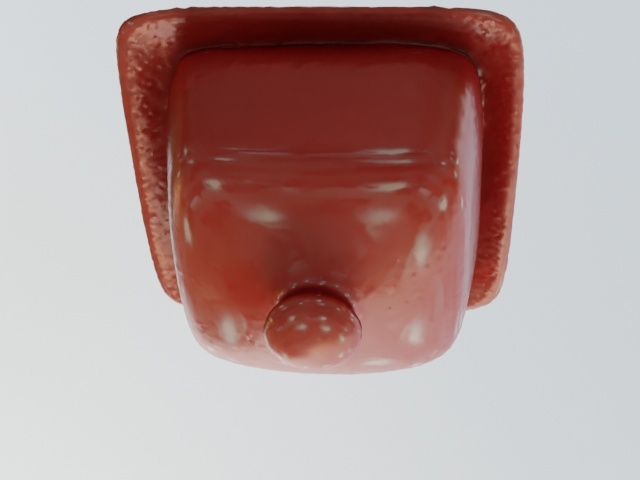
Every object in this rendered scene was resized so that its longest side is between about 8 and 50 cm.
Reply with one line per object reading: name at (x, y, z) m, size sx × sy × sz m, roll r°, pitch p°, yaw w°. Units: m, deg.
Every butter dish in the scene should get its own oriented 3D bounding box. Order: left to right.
butter dish at (0.000, 0.000, 0.464) m, size 0.159 × 0.160 × 0.118 m, roll 0°, pitch -139°, yaw 3°
